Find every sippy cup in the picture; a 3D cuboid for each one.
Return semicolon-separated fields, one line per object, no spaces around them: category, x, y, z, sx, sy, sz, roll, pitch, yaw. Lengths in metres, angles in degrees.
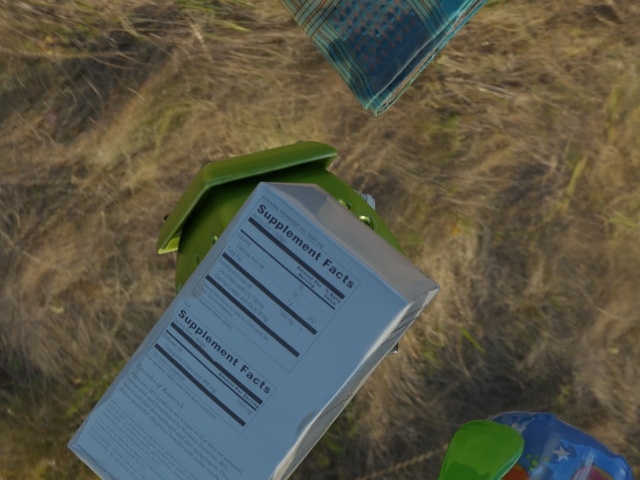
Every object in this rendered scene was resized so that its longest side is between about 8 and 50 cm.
sippy cup;0.179;0.288;0.951;0.240;0.305;0.224;34;61;5

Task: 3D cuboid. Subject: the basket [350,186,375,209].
basket;0.000;0.000;1.547;0.103;0.113;0.167;29;59;-30

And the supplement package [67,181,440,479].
supplement package;-0.044;0.091;0.769;0.134;0.139;0.244;40;101;11

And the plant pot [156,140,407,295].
plant pot;-0.066;0.013;1.291;0.228;0.227;0.207;-17;74;-33

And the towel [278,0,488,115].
towel;0.019;-0.358;1.238;0.370;0.271;0.040;50;49;5

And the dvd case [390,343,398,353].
dvd case;0.030;0.165;2.009;0.253;0.180;0.022;-7;124;13
